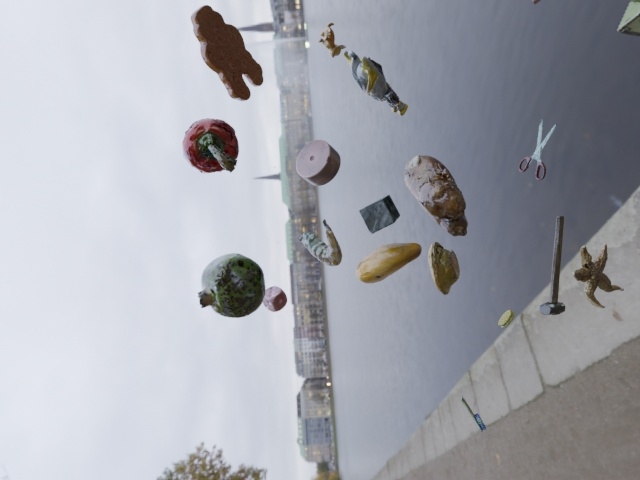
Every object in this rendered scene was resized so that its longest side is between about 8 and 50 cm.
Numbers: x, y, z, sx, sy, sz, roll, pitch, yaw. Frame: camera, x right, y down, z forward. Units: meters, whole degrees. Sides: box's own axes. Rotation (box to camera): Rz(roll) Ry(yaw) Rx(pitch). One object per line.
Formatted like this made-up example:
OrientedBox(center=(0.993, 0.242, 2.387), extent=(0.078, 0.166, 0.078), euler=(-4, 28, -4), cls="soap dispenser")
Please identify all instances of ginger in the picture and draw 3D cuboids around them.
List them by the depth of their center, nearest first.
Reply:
OrientedBox(center=(0.456, -0.219, 1.620), extent=(0.254, 0.176, 0.418), euler=(45, -159, -51), cls="ginger")

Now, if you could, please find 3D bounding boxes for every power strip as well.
OrientedBox(center=(-0.010, -0.275, 1.422), extent=(0.078, 0.154, 0.154), euler=(27, -129, -49), cls="power strip")

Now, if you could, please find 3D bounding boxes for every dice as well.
OrientedBox(center=(-0.224, 0.284, 1.949), extent=(0.093, 0.091, 0.094), euler=(-38, -54, -34), cls="dice")

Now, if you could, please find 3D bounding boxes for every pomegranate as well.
OrientedBox(center=(-0.342, 0.175, 1.514), extent=(0.254, 0.271, 0.254), euler=(25, 123, 45), cls="pomegranate")

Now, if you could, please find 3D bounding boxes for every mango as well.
OrientedBox(center=(0.231, 0.070, 1.421), extent=(0.157, 0.262, 0.108), euler=(-12, -110, -53), cls="mango")

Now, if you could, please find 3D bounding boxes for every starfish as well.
OrientedBox(center=(0.967, 0.113, 1.409), extent=(0.062, 0.278, 0.235), euler=(174, 110, -70), cls="starfish")

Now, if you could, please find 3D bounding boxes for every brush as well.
OrientedBox(center=(0.610, 0.688, 1.594), extent=(0.178, 0.030, 0.033), euler=(57, -152, -13), cls="brush")

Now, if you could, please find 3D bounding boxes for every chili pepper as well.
OrientedBox(center=(-0.232, -0.195, 0.838), extent=(0.387, 0.110, 0.110), euler=(-146, 50, -68), cls="chili pepper")

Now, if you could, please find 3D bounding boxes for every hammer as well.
OrientedBox(center=(0.864, 0.092, 1.473), extent=(0.043, 0.111, 0.364), euler=(7, 96, 57), cls="hammer")

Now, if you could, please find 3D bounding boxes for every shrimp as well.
OrientedBox(center=(0.015, 0.026, 1.599), extent=(0.185, 0.068, 0.287), euler=(51, 163, -3), cls="shrimp")

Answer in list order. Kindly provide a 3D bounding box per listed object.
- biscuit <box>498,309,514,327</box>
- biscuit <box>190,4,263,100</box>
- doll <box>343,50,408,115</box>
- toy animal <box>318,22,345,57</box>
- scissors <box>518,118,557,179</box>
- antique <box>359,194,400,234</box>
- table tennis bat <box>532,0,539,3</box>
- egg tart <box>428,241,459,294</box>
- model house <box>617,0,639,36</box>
OrientedBox(center=(0.787, 0.332, 1.699), extent=(0.084, 0.023, 0.084), euler=(-55, -8, -11), cls="biscuit")
OrientedBox(center=(-0.340, -0.676, 1.457), extent=(0.333, 0.047, 0.201), euler=(52, -126, -40), cls="biscuit")
OrientedBox(center=(0.200, -0.570, 1.451), extent=(0.316, 0.103, 0.145), euler=(29, -141, -37), cls="doll")
OrientedBox(center=(0.039, -0.600, 1.211), extent=(0.061, 0.083, 0.081), euler=(13, 84, 50), cls="toy animal")
OrientedBox(center=(0.967, -0.402, 1.775), extent=(0.144, 0.017, 0.247), euler=(-127, 34, -52), cls="scissors")
OrientedBox(center=(0.199, -0.090, 1.322), extent=(0.088, 0.086, 0.183), euler=(62, -160, -2), cls="antique")
OrientedBox(center=(0.616, -0.699, 1.008), extent=(0.170, 0.108, 0.118), euler=(-12, 71, 59), cls="table tennis bat")
OrientedBox(center=(0.541, 0.117, 1.745), extent=(0.241, 0.106, 0.240), euler=(36, -134, -50), cls="egg tart")
OrientedBox(center=(1.035, -0.772, 1.309), extent=(0.279, 0.205, 0.218), euler=(28, 96, 56), cls="model house")
